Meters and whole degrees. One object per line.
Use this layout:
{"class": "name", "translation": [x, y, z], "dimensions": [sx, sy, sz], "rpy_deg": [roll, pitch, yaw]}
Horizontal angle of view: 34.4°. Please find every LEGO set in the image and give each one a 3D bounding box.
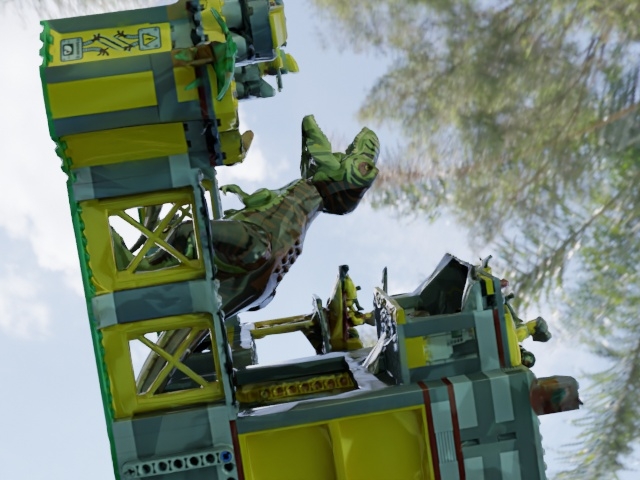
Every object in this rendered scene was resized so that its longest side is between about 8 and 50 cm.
{"class": "LEGO set", "translation": [0.000, 0.000, 0.497], "dimensions": [0.192, 0.331, 0.255], "rpy_deg": [-8, -93, -4]}
